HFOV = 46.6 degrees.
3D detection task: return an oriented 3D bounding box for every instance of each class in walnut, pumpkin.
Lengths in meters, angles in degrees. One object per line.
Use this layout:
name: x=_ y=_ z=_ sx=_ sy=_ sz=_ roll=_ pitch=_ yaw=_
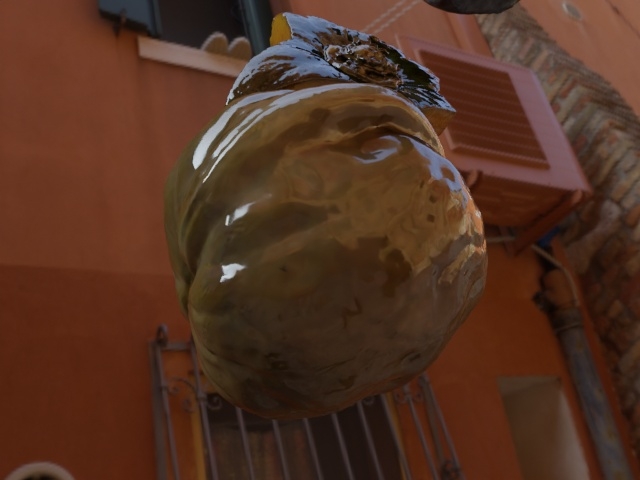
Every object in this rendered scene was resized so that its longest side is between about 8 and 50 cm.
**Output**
walnut: x=0.000 y=0.000 z=0.650 sx=0.285 sy=0.296 sz=0.285 roll=-13 pitch=-59 yaw=-23
pumpkin: x=0.035 y=-0.194 z=0.912 sx=0.258 sy=0.290 sz=0.095 roll=17 pitch=-58 yaw=-6

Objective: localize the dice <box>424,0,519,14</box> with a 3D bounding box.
dice: x=0.237 y=-0.473 z=1.164 sx=0.182 sy=0.183 sz=0.181 roll=-13 pitch=-40 yaw=-24
